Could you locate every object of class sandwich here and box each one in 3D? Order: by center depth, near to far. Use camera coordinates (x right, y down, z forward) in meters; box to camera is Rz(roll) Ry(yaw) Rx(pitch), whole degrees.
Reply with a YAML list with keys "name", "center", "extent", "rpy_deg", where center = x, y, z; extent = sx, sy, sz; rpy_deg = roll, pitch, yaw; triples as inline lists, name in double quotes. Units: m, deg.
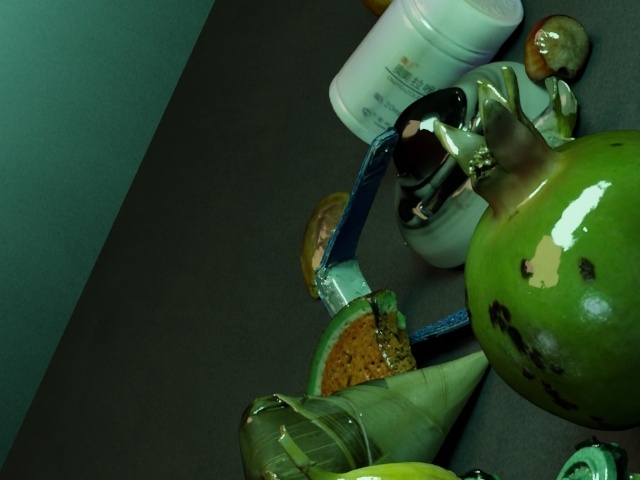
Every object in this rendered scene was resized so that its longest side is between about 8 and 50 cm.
- name: "sandwich"
  center: [0.062, 0.157, 2.077]
  extent: [0.159, 0.079, 0.235]
  rpy_deg: [32, 126, 42]

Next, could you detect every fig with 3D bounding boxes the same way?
- name: "fig"
  center: [0.053, 0.271, 1.785]
  extent: [0.159, 0.257, 0.159]
  rpy_deg: [-45, 15, 15]

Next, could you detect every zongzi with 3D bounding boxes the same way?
- name: "zongzi"
  center: [0.072, 0.287, 1.971]
  extent: [0.154, 0.318, 0.289]
  rpy_deg: [-132, 29, -51]

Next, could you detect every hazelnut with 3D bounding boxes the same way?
- name: "hazelnut"
  center: [0.276, -0.225, 2.074]
  extent: [0.086, 0.086, 0.086]
  rpy_deg: [-51, 24, 33]

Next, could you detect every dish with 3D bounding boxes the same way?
- name: "dish"
  center: [0.151, -0.114, 2.141]
  extent: [0.273, 0.134, 0.273]
  rpy_deg: [-47, 28, 35]

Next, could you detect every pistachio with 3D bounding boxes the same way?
- name: "pistachio"
  center: [0.000, 0.000, 2.537]
  extent: [0.089, 0.049, 0.173]
  rpy_deg: [-32, 37, 58]

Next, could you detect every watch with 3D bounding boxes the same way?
- name: "watch"
  center: [0.112, 0.051, 2.096]
  extent: [0.276, 0.068, 0.274]
  rpy_deg: [53, 139, 27]

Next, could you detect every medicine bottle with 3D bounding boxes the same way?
- name: "medicine bottle"
  center: [0.139, -0.251, 2.337]
  extent: [0.254, 0.152, 0.152]
  rpy_deg: [-50, 24, 36]

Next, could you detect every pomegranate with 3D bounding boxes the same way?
- name: "pomegranate"
  center: [0.228, 0.021, 1.534]
  extent: [0.291, 0.323, 0.290]
  rpy_deg: [-42, 32, 35]

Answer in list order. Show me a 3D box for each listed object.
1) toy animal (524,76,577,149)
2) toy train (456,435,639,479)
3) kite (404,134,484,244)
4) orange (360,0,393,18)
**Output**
- name: "toy animal"
  center: [0.248, -0.108, 1.975]
  extent: [0.155, 0.095, 0.219]
  rpy_deg: [-51, 22, 22]
- name: "toy train"
  center: [0.208, 0.312, 1.510]
  extent: [0.369, 0.150, 0.237]
  rpy_deg: [-30, 45, 60]
- name: "kite"
  center: [0.194, -0.088, 2.208]
  extent: [0.323, 0.013, 0.267]
  rpy_deg: [-52, 24, 30]
- name: "orange"
  center: [0.122, -0.398, 2.470]
  extent: [0.249, 0.249, 0.183]
  rpy_deg: [-93, 18, -53]
